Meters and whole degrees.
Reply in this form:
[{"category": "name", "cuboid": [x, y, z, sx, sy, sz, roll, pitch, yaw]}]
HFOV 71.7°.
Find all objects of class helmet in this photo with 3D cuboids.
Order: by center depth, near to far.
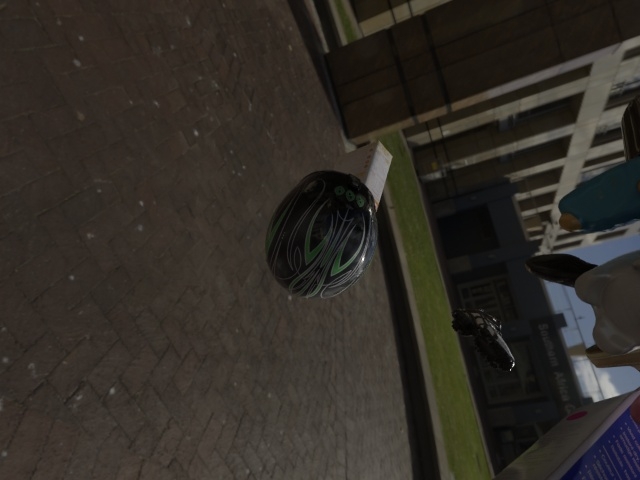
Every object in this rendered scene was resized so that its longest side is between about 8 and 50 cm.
[{"category": "helmet", "cuboid": [0.000, 0.000, 0.628, 0.169, 0.170, 0.161, 56, 43, -44]}]

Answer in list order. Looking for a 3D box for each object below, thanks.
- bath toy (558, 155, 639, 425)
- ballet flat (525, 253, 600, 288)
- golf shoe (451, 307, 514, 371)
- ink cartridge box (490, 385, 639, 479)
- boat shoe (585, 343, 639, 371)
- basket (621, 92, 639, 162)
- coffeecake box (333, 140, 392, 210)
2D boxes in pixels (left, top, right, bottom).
[{"category": "bath toy", "cuboid": [0.302, 0.103, 0.311, 0.129, 0.151, 0.348, -9, 81, -32]}, {"category": "ballet flat", "cuboid": [0.361, 0.055, 0.609, 0.173, 0.057, 0.049, 21, -39, 58]}, {"category": "golf shoe", "cuboid": [0.382, 0.209, 0.995, 0.198, 0.094, 0.077, -124, -152, -57]}, {"category": "ink cartridge box", "cuboid": [0.221, 0.247, 0.339, 0.371, 0.069, 0.175, -11, 70, -35]}, {"category": "boat shoe", "cuboid": [0.688, 0.239, 0.875, 0.109, 0.303, 0.098, 100, -14, -81]}, {"category": "basket", "cuboid": [0.583, -0.163, 0.712, 0.227, 0.205, 0.154, -62, 138, -53]}, {"category": "coffeecake box", "cuboid": [0.089, -0.145, 1.118, 0.068, 0.142, 0.185, 40, 55, -32]}]
